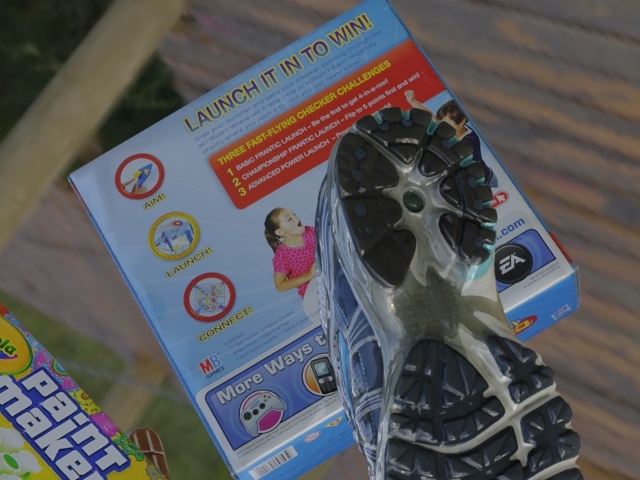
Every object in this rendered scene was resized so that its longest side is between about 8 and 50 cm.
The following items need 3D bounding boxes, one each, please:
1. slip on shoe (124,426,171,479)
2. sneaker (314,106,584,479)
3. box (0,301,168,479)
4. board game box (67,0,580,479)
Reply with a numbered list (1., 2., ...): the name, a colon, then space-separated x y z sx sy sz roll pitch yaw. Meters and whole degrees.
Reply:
1. slip on shoe: -0.162 0.243 1.618 0.041 0.051 0.135 -27 77 58
2. sneaker: 0.060 0.077 0.937 0.110 0.283 0.122 -5 165 -16
3. box: -0.200 0.219 0.861 0.290 0.279 0.177 44 143 22
4. board game box: 0.000 0.000 1.399 0.302 0.308 0.086 59 177 25
